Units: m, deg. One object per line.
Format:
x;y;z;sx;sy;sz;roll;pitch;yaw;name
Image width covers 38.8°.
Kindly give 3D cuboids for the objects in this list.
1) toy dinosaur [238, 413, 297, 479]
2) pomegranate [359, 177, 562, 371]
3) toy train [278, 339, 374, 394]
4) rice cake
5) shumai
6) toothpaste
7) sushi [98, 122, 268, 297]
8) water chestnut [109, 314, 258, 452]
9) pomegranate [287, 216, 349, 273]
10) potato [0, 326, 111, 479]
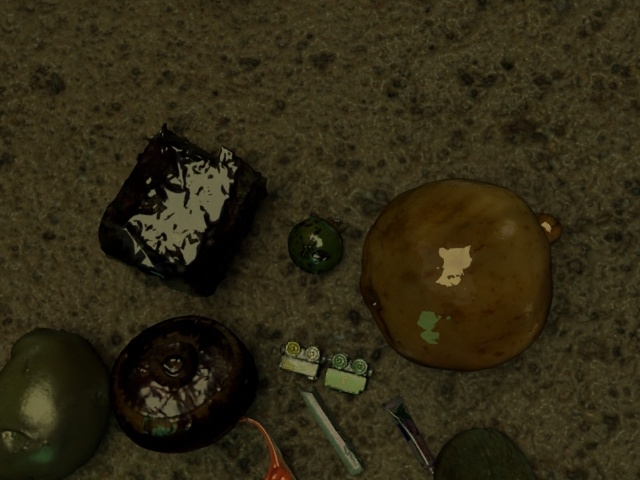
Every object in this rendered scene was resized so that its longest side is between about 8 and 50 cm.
-0.093;0.481;1.840;0.101;0.055;0.279;-40;91;-8;toy dinosaur
0.282;0.053;1.719;0.410;0.410;0.410;-2;79;9;pomegranate
0.008;0.261;1.870;0.202;0.060;0.081;13;88;13;toy train
0.024;0.385;1.858;0.033;0.033;0.208;-37;75;11;rice cake
0.278;0.499;1.762;0.271;0.204;0.222;-26;76;-33;shumai
0.185;0.394;1.834;0.045;0.028;0.170;-28;73;-8;toothpaste
-0.280;-0.056;1.861;0.281;0.299;0.294;27;86;-10;sushi
-0.271;0.299;1.824;0.300;0.300;0.300;-2;79;9;water chestnut
0.000;0.000;1.903;0.122;0.122;0.161;34;49;13;pomegranate
-0.557;0.348;1.861;0.243;0.221;0.326;21;79;14;potato
